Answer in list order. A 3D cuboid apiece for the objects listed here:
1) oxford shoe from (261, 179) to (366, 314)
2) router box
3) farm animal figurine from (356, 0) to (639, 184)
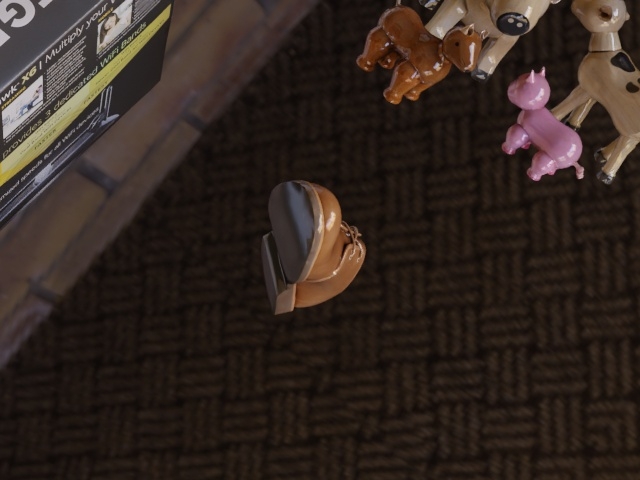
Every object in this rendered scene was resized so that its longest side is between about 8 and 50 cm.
[{"bbox_3d":[0.000,0.000,1.195,0.076,0.212,0.076,-9,76,-8],"label":"oxford shoe"},{"bbox_3d":[-0.241,-0.109,1.196,0.081,0.243,0.309,40,65,7],"label":"router box"},{"bbox_3d":[0.203,-0.231,1.592,0.172,0.330,0.326,-53,35,34],"label":"farm animal figurine"}]
